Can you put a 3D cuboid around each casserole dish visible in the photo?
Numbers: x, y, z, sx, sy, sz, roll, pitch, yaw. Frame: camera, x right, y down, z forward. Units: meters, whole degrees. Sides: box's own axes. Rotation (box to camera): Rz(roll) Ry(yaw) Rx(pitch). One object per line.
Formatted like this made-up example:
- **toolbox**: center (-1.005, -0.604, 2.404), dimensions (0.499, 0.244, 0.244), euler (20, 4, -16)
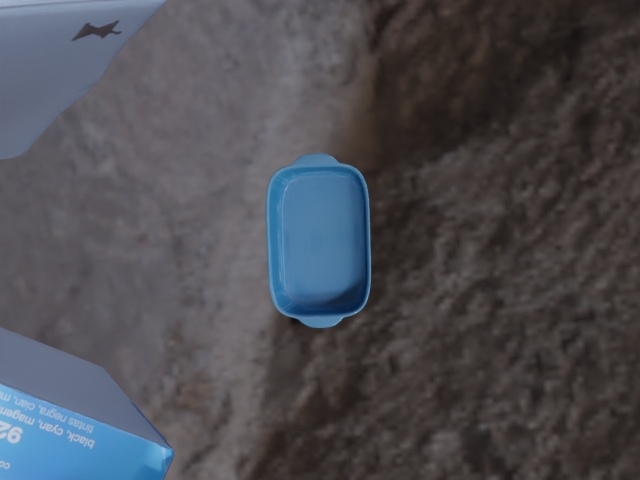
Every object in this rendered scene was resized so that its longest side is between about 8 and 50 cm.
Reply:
- **casserole dish**: center (0.000, 0.000, 1.896), dimensions (0.037, 0.114, 0.188), euler (-4, 92, -80)

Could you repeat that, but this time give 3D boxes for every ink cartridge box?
- **ink cartridge box**: center (-0.225, 0.170, 1.001), dimensions (0.168, 0.171, 0.232), euler (25, 92, -25)

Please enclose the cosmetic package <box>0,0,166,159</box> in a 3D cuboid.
- **cosmetic package**: center (-0.380, -0.288, 1.437), dimensions (0.327, 0.329, 0.393), euler (-10, 74, -35)
